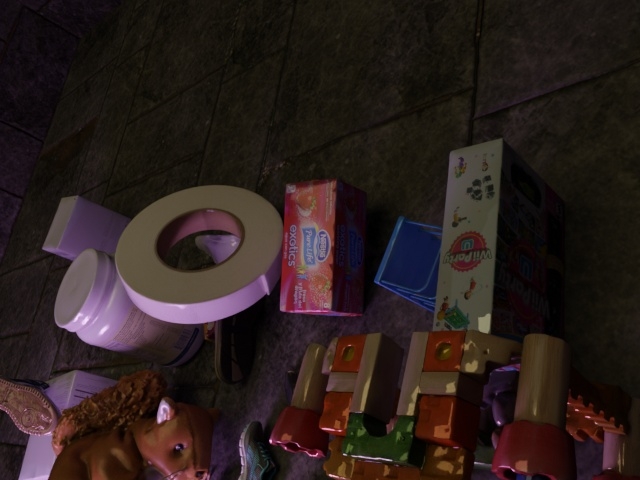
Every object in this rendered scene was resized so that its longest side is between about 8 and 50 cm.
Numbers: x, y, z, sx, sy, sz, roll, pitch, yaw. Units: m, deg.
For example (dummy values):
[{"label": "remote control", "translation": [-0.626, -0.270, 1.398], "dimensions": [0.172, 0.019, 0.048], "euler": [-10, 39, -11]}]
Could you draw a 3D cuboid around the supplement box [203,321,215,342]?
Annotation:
[{"label": "supplement box", "translation": [-0.242, 0.204, 1.618], "dimensions": [0.083, 0.043, 0.055], "euler": [-41, 41, 25]}]

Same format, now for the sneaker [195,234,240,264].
[{"label": "sneaker", "translation": [-0.263, 0.032, 1.730], "dimensions": [0.212, 0.080, 0.094], "euler": [-1, 88, 52]}]

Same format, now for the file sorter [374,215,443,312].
[{"label": "file sorter", "translation": [0.197, 0.051, 1.101], "dimensions": [0.104, 0.170, 0.118], "euler": [13, 79, 49]}]

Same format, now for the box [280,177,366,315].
[{"label": "box", "translation": [0.009, 0.017, 1.309], "dimensions": [0.122, 0.128, 0.257], "euler": [-3, 80, 32]}]

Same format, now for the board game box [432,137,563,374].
[{"label": "board game box", "translation": [0.271, 0.040, 0.978], "dimensions": [0.097, 0.224, 0.304], "euler": [-11, 61, 41]}]

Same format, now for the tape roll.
[{"label": "tape roll", "translation": [-0.270, 0.021, 1.530], "dimensions": [0.391, 0.072, 0.392], "euler": [-4, 44, 3]}]

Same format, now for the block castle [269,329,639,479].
[{"label": "block castle", "translation": [0.174, 0.276, 0.889], "dimensions": [0.453, 0.303, 0.213], "euler": [-11, 55, 45]}]

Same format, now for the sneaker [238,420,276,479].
[{"label": "sneaker", "translation": [-0.120, 0.445, 1.333], "dimensions": [0.076, 0.065, 0.167], "euler": [-14, 60, 25]}]

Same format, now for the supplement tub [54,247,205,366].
[{"label": "supplement tub", "translation": [-0.465, 0.168, 1.666], "dimensions": [0.235, 0.324, 0.236], "euler": [-27, 49, 37]}]

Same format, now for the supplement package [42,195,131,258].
[{"label": "supplement package", "translation": [-0.794, -0.023, 2.261], "dimensions": [0.149, 0.203, 0.194], "euler": [-1, 68, 49]}]

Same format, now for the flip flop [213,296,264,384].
[{"label": "flip flop", "translation": [-0.200, 0.195, 1.538], "dimensions": [0.080, 0.112, 0.277], "euler": [-24, 56, 53]}]

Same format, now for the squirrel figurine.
[{"label": "squirrel figurine", "translation": [-0.414, 0.449, 1.483], "dimensions": [0.370, 0.281, 0.397], "euler": [-42, 50, 13]}]

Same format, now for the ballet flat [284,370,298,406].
[{"label": "ballet flat", "translation": [-0.033, 0.319, 1.320], "dimensions": [0.173, 0.049, 0.058], "euler": [-130, 39, -54]}]

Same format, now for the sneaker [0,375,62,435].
[{"label": "sneaker", "translation": [-0.718, 0.415, 1.679], "dimensions": [0.282, 0.153, 0.099], "euler": [16, 78, 27]}]

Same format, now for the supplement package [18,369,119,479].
[{"label": "supplement package", "translation": [-0.631, 0.508, 1.758], "dimensions": [0.199, 0.198, 0.263], "euler": [-24, 51, 41]}]
